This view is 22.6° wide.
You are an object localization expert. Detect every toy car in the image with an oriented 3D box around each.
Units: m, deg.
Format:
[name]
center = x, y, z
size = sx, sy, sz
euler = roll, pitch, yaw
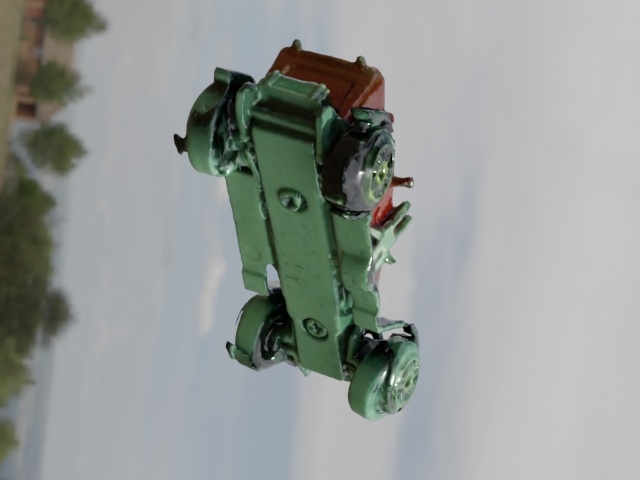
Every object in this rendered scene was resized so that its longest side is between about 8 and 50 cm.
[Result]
[toy car]
center = 0.000, 0.000, 0.572
size = 0.054, 0.073, 0.143
euler = -52, 147, -36
